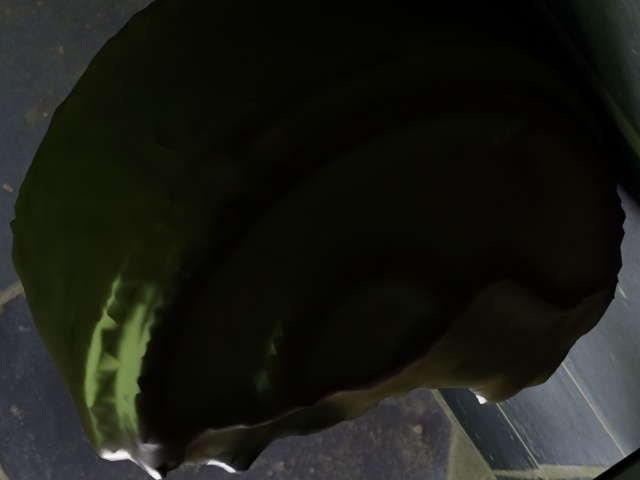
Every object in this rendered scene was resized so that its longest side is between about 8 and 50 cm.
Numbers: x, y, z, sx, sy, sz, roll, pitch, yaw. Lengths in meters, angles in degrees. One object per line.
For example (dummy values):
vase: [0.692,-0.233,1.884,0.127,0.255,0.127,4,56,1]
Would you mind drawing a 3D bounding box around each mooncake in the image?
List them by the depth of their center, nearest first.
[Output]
mooncake: [0.000,0.000,1.235,0.246,0.394,0.393,51,177,39]

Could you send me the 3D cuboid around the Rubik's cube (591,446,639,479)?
Rubik's cube: [0.291,0.425,1.733,0.301,0.303,0.305,55,177,25]
